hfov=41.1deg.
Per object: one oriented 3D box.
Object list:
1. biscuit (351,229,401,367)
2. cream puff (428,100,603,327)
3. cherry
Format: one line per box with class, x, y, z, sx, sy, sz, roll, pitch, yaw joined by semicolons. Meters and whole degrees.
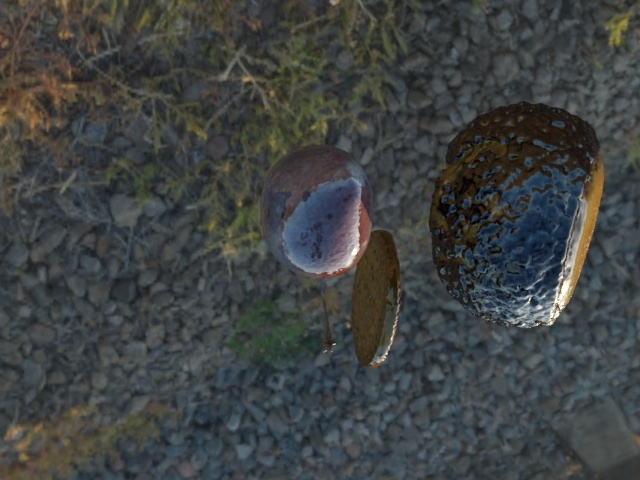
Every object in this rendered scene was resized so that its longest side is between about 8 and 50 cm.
biscuit;0.075;0.078;1.149;0.027;0.188;0.188;6;134;-12
cream puff;0.204;-0.028;0.903;0.164;0.239;0.239;13;142;19
cherry;0.005;-0.002;0.806;0.115;0.188;0.148;10;157;-40
